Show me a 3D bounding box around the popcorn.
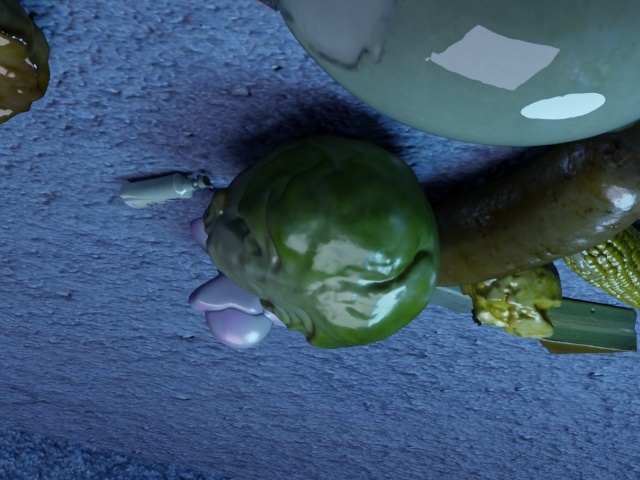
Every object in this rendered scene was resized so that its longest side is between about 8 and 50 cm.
[{"bbox_3d":[0.268,0.066,1.828,0.152,0.148,0.167,-34,127,15],"label":"popcorn"}]

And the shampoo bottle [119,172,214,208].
[{"bbox_3d":[-0.209,-0.070,1.806,0.141,0.034,0.049,-11,146,35],"label":"shampoo bottle"}]

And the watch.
[{"bbox_3d":[-0.073,0.061,1.895,0.249,0.210,0.217,3,167,-10],"label":"watch"}]

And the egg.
[{"bbox_3d":[0.130,-0.211,1.024,0.336,0.278,0.278,1,158,0],"label":"egg"}]

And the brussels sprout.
[{"bbox_3d":[0.013,0.004,1.635,0.274,0.242,0.317,30,151,-30],"label":"brussels sprout"}]

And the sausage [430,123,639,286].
[{"bbox_3d":[0.245,-0.025,1.637,0.136,0.123,0.501,30,152,-21],"label":"sausage"}]

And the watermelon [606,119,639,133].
[{"bbox_3d":[0.293,-0.174,1.361,0.135,0.125,0.094,-17,127,-11],"label":"watermelon"}]

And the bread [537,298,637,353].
[{"bbox_3d":[0.409,0.130,2.020,0.139,0.074,0.084,-2,159,25],"label":"bread"}]

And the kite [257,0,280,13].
[{"bbox_3d":[-0.017,-0.252,1.332,0.159,0.010,0.190,4,158,9],"label":"kite"}]

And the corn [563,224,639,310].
[{"bbox_3d":[0.409,0.035,1.759,0.106,0.106,0.293,-12,151,40],"label":"corn"}]

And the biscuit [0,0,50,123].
[{"bbox_3d":[-0.452,-0.226,1.425,0.326,0.107,0.325,5,160,2],"label":"biscuit"}]

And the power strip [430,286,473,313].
[{"bbox_3d":[0.164,0.068,2.015,0.227,0.029,0.080,18,158,-25],"label":"power strip"}]
